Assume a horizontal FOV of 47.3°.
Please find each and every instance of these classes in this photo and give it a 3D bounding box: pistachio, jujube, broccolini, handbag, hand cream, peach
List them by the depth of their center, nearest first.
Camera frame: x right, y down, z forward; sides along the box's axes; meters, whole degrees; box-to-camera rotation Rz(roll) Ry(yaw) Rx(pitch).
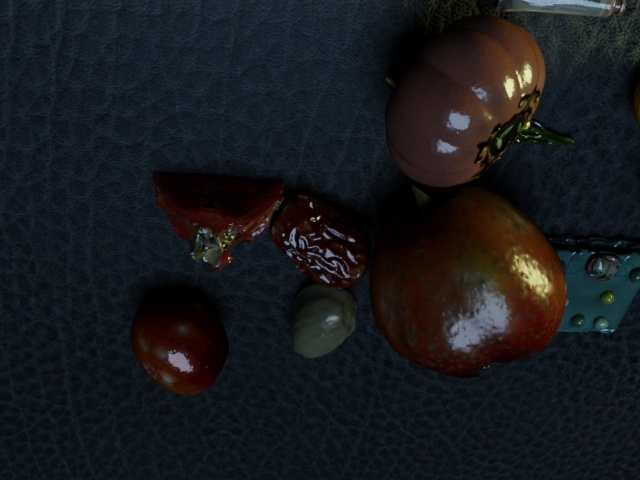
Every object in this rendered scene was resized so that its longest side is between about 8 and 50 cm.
[{"bbox_3d":[0.406,-0.406,1.231,0.209,0.043,0.067,6,131,-4],"label":"hand cream"},{"bbox_3d":[0.408,-0.213,1.423,0.201,0.058,0.074,3,150,-29],"label":"broccolini"},{"bbox_3d":[0.000,0.000,1.510,0.230,0.155,0.155,34,123,-21],"label":"jujube"},{"bbox_3d":[-0.326,0.233,1.672,0.243,0.199,0.243,30,150,20],"label":"peach"},{"bbox_3d":[0.002,0.187,1.703,0.137,0.153,0.238,-25,151,-40],"label":"pistachio"},{"bbox_3d":[0.609,0.114,1.706,0.268,0.100,0.274,5,134,-9],"label":"handbag"}]

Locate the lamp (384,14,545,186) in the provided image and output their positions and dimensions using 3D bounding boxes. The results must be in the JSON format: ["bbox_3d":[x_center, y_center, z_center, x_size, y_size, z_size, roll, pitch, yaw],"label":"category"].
[{"bbox_3d":[0.226,-0.241,1.232,0.305,0.239,0.305,-43,160,-20],"label":"lamp"}]

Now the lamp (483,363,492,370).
[{"bbox_3d":[0.395,0.290,1.860,0.107,0.092,0.107,-28,144,-23],"label":"lamp"}]

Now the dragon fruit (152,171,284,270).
[{"bbox_3d":[-0.210,-0.027,1.431,0.262,0.211,0.134,7,126,-4],"label":"dragon fruit"}]

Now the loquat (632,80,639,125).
[{"bbox_3d":[0.644,-0.253,1.335,0.141,0.141,0.141,-3,134,-3],"label":"loquat"}]

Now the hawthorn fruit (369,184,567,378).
[{"bbox_3d":[0.270,0.058,1.457,0.402,0.403,0.403,-3,134,-3],"label":"hawthorn fruit"}]
